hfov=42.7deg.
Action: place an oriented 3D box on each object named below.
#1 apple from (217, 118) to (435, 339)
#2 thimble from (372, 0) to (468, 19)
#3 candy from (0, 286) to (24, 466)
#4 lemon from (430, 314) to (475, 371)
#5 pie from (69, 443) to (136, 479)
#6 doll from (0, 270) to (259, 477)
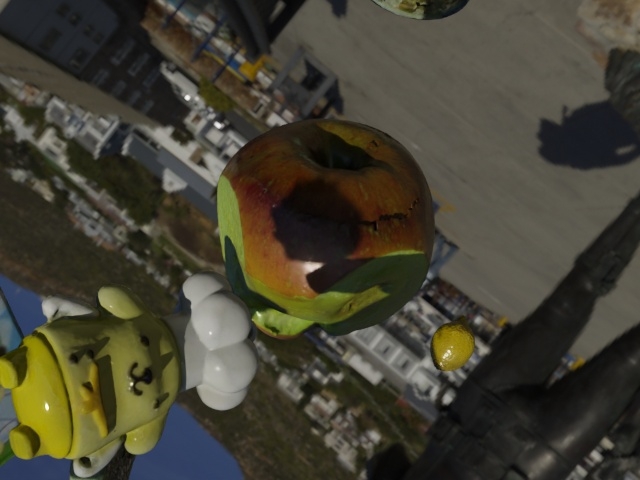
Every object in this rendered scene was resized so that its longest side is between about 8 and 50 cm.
[{"bbox_3d":[0.000,0.000,1.296,0.374,0.374,0.384,38,-147,-11],"label":"apple"},{"bbox_3d":[0.177,-0.535,1.456,0.271,0.150,0.270,22,156,10],"label":"thimble"},{"bbox_3d":[-0.224,0.036,0.464,0.097,0.062,0.194,24,139,33],"label":"candy"},{"bbox_3d":[0.196,0.153,1.209,0.065,0.092,0.065,26,160,10],"label":"lemon"},{"bbox_3d":[-0.262,0.236,1.025,0.054,0.240,0.240,6,-179,1],"label":"pie"},{"bbox_3d":[-0.105,0.073,0.482,0.163,0.106,0.062,-16,-168,-40],"label":"doll"}]
